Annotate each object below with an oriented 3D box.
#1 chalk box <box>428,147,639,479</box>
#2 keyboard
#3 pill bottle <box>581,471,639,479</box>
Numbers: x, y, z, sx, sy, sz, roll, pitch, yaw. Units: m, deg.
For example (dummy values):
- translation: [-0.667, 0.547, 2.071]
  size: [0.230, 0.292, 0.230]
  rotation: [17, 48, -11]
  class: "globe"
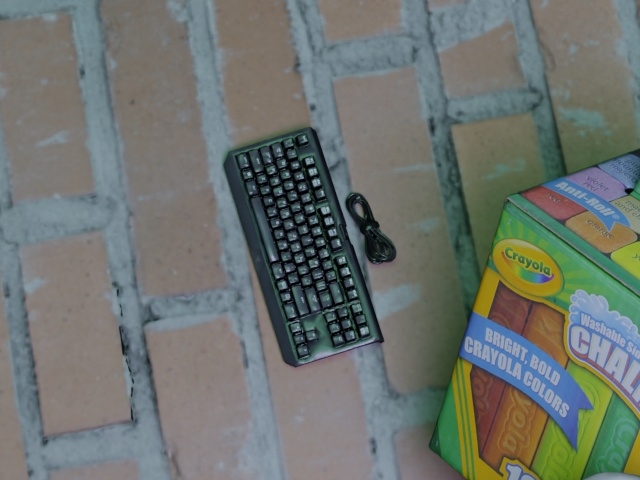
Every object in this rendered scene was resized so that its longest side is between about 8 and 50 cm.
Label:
- translation: [0.222, 0.057, 1.344]
  size: [0.179, 0.289, 0.180]
  rotation: [-20, 45, -38]
  class: "chalk box"
- translation: [0.000, 0.000, 1.535]
  size: [0.108, 0.023, 0.180]
  rotation: [-16, 75, -7]
  class: "keyboard"
- translation: [0.314, 0.277, 1.243]
  size: [0.361, 0.204, 0.204]
  rotation: [15, 72, -16]
  class: "pill bottle"
